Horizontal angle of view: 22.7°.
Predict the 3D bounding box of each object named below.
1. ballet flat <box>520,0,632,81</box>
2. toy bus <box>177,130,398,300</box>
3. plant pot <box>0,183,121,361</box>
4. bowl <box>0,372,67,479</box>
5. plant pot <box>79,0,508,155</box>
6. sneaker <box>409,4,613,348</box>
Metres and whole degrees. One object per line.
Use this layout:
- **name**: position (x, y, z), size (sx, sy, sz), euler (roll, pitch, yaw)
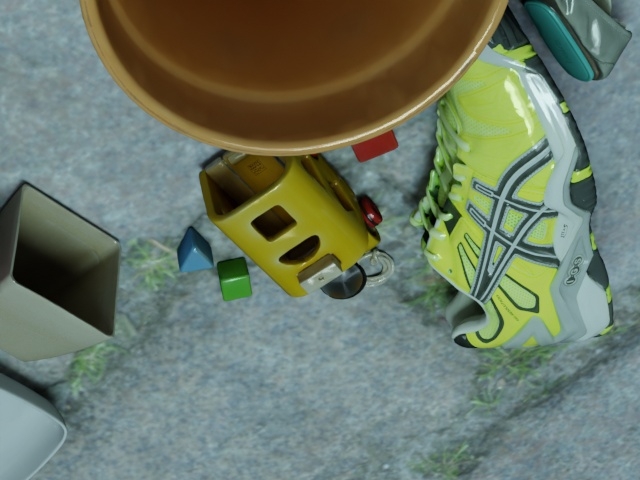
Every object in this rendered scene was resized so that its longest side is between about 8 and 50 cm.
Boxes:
- **ballet flat**: position (0.180, -0.212, 1.269), size (0.068, 0.072, 0.213), euler (-51, 127, -7)
- **toy bus**: position (-0.011, -0.004, 1.356), size (0.202, 0.104, 0.191), euler (1, 128, -13)
- **plant pot**: position (-0.243, 0.039, 1.342), size (0.096, 0.109, 0.109), euler (-33, 129, 29)
- **bowl**: position (-0.319, 0.170, 1.457), size (0.142, 0.053, 0.142), euler (34, 113, -32)
- **plant pot**: position (-0.029, -0.232, 1.105), size (0.291, 0.203, 0.290), euler (-6, 128, -8)
- **sneaker**: position (0.147, -0.037, 1.342), size (0.147, 0.145, 0.384), euler (-19, 128, 2)
